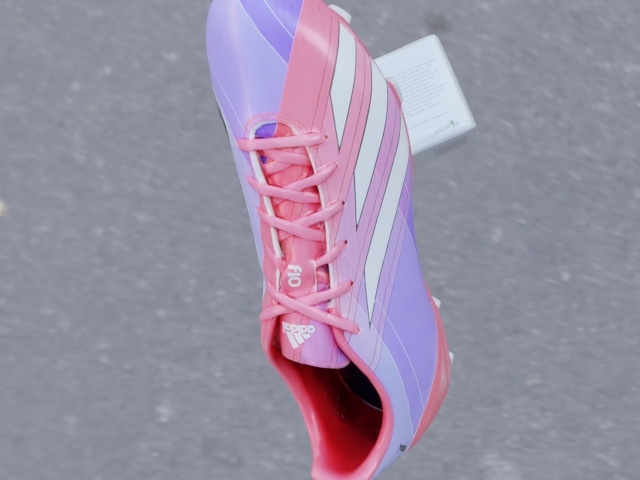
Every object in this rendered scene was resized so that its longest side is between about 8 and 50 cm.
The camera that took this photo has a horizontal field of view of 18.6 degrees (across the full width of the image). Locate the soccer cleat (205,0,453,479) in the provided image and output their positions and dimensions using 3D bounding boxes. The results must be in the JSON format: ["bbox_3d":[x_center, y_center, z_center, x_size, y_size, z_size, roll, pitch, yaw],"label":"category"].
[{"bbox_3d":[0.000,0.000,0.884,0.083,0.095,0.248,1,126,29],"label":"soccer cleat"}]

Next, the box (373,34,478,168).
[{"bbox_3d":[0.070,-0.108,1.634,0.102,0.101,0.087,-22,85,4],"label":"box"}]
